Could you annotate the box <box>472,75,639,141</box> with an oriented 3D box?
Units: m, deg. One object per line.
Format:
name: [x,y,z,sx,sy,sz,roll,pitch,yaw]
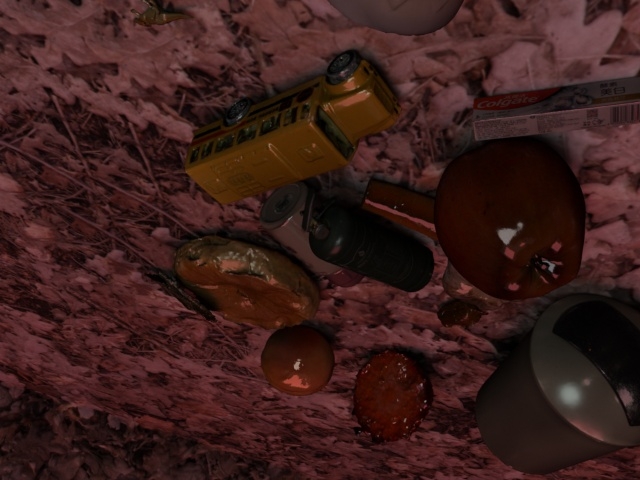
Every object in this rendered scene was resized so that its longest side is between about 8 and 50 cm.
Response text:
box: [0.314,-0.175,0.844,0.218,0.055,0.039,-2,141,24]

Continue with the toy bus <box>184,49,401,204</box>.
toy bus: [-0.050,-0.156,0.949,0.335,0.123,0.121,-14,136,35]

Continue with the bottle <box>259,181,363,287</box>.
bottle: [0.000,0.000,1.159,0.110,0.110,0.233,-16,134,37]

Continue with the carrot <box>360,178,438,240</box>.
carrot: [0.180,-0.042,1.071,0.225,0.067,0.067,21,145,-4]

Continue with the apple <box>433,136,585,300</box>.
apple: [0.274,-0.035,0.916,0.234,0.234,0.234,10,145,7]

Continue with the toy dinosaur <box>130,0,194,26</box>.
toy dinosaur: [-0.224,-0.316,0.875,0.113,0.026,0.041,3,151,32]

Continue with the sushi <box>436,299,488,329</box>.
sushi: [0.295,0.156,1.318,0.060,0.061,0.118,28,164,-32]

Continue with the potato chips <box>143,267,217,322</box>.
potato chips: [-0.324,0.121,1.438,0.202,0.029,0.220,46,163,-30]

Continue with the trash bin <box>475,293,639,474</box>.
trash bin: [0.492,0.298,1.251,0.280,0.280,0.432,15,149,1]

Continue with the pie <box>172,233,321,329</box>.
pie: [-0.161,0.101,1.379,0.339,0.083,0.339,13,148,8]

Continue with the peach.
peach: [-0.051,0.295,1.539,0.184,0.184,0.184,10,145,7]

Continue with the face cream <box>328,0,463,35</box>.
face cream: [0.090,-0.329,0.610,0.175,0.175,0.195,17,146,-2]

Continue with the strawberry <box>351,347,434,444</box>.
strawberry: [0.202,0.399,1.574,0.234,0.234,0.178,-15,156,36]

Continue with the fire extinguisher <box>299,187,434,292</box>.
fire extinguisher: [0.074,0.004,1.084,0.311,0.095,0.114,20,109,-40]

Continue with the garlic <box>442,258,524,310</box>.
garlic: [0.298,0.056,1.136,0.159,0.102,0.147,-4,129,7]
